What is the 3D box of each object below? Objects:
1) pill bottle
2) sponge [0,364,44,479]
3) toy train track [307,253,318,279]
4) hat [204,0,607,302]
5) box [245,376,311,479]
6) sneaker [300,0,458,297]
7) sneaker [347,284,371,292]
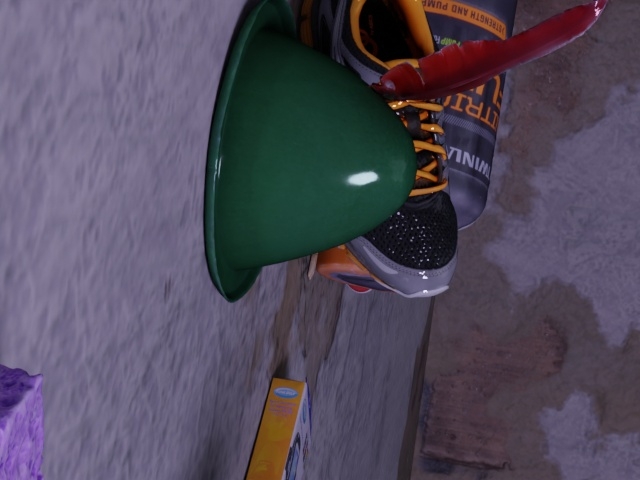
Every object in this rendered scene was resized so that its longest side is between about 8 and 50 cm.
[{"bbox_3d":[0.059,-0.089,0.993,0.130,0.130,0.246,54,45,-77],"label":"pill bottle"},{"bbox_3d":[-0.120,0.131,0.379,0.210,0.031,0.117,-63,160,-63],"label":"sponge"},{"bbox_3d":[0.000,0.000,1.076,0.083,0.014,0.048,75,24,-67],"label":"toy train track"},{"bbox_3d":[0.046,-0.039,0.781,0.208,0.183,0.173,19,79,-81],"label":"hat"},{"bbox_3d":[-0.030,0.160,0.993,0.081,0.028,0.136,87,12,-50],"label":"box"},{"bbox_3d":[0.041,-0.071,0.871,0.083,0.084,0.215,-31,-108,62],"label":"sneaker"},{"bbox_3d":[0.029,-0.009,1.156,0.067,0.042,0.118,-65,154,-74],"label":"sneaker"}]
